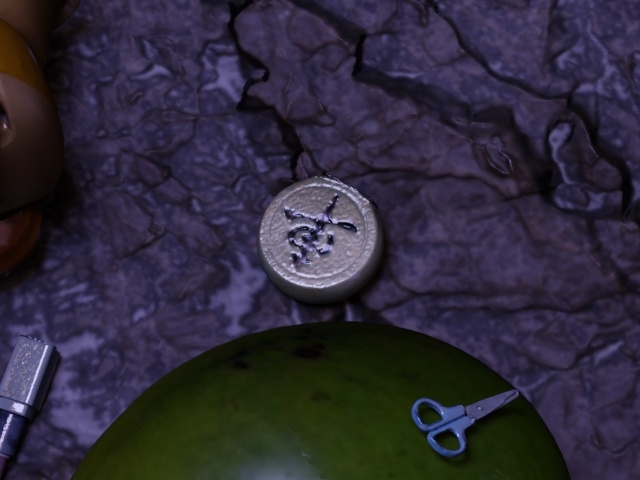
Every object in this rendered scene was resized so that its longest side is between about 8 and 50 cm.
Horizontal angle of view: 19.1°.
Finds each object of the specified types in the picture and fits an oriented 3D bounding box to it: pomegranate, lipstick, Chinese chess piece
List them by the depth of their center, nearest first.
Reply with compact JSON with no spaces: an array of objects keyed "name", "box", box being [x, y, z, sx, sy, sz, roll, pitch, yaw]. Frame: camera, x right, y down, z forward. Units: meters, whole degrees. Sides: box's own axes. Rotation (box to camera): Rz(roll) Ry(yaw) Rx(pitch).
[{"name":"pomegranate","box":[0.019,0.193,1.025,0.310,0.216,0.358,-19,56,-25]},{"name":"lipstick","box":[-0.196,0.115,1.212,0.025,0.025,0.107,16,77,11]},{"name":"Chinese chess piece","box":[0.000,0.000,1.237,0.084,0.034,0.084,-2,69,5]}]

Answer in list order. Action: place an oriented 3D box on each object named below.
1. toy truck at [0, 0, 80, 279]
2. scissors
[{"name":"toy truck","box":[-0.286,-0.083,1.201,0.288,0.204,0.211,-9,65,1]},{"name":"scissors","box":[0.079,0.089,0.994,0.083,0.006,0.036,-18,64,-48]}]
